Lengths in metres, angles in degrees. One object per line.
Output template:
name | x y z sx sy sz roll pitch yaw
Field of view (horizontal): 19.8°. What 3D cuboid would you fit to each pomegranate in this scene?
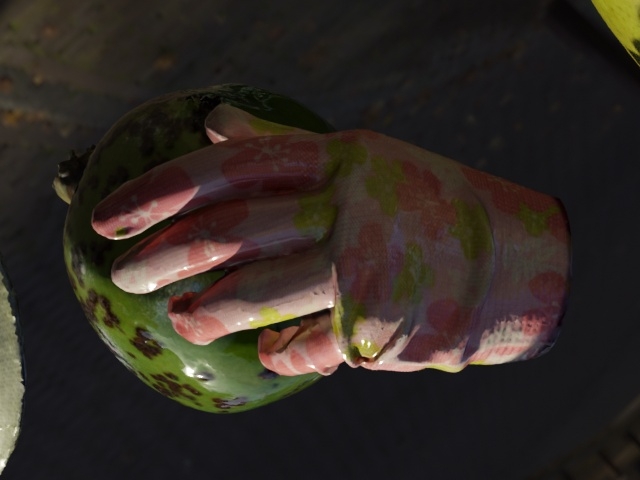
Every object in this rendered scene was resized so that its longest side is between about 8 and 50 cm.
pomegranate | -0.082 -0.002 1.357 0.254 0.270 0.254 -52 162 -25

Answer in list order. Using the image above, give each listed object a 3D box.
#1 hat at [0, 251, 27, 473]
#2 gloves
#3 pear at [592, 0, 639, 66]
hat | -0.261 0.037 0.771 0.130 0.257 0.257 -36 163 -45
gloves | 0.003 -0.001 0.970 0.126 0.241 0.145 158 -61 -75
pear | 0.248 -0.214 1.042 0.253 0.253 0.307 -31 117 -33
